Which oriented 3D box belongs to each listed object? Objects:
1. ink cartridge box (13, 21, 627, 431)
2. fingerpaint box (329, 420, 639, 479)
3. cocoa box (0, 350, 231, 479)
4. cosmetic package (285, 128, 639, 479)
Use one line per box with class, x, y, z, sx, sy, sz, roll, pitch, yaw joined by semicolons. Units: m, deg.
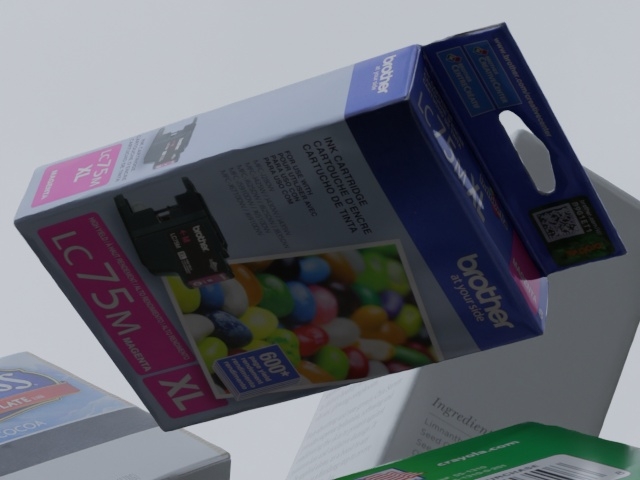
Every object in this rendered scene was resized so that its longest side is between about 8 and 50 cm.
ink cartridge box;0.000;0.000;1.135;0.311;0.065;0.186;-18;-56;22
fingerpaint box;-0.031;0.313;0.818;0.445;0.163;0.371;-14;-82;-24
cocoa box;-0.265;0.247;1.335;0.347;0.228;0.231;-15;-61;-46
cosmetic package;0.094;0.162;1.539;0.161;0.453;0.230;31;-28;-11
